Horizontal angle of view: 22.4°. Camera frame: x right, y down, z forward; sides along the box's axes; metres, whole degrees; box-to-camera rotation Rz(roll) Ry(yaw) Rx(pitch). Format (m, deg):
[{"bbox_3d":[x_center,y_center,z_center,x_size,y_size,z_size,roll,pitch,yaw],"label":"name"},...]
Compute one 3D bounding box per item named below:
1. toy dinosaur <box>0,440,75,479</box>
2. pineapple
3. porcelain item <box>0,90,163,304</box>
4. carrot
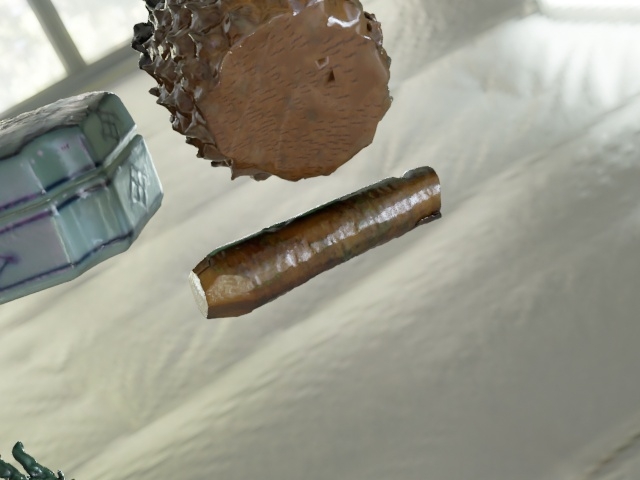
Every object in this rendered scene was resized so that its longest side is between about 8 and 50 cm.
[{"bbox_3d":[-0.335,0.272,1.708,0.120,0.292,0.079,40,-78,38],"label":"toy dinosaur"},{"bbox_3d":[-0.084,-0.204,1.596,0.223,0.223,0.357,-30,-147,-8],"label":"pineapple"},{"bbox_3d":[-0.329,-0.040,1.698,0.286,0.157,0.281,-19,-165,13],"label":"porcelain item"},{"bbox_3d":[0.000,0.000,1.514,0.260,0.070,0.070,-25,-162,-20],"label":"carrot"}]
